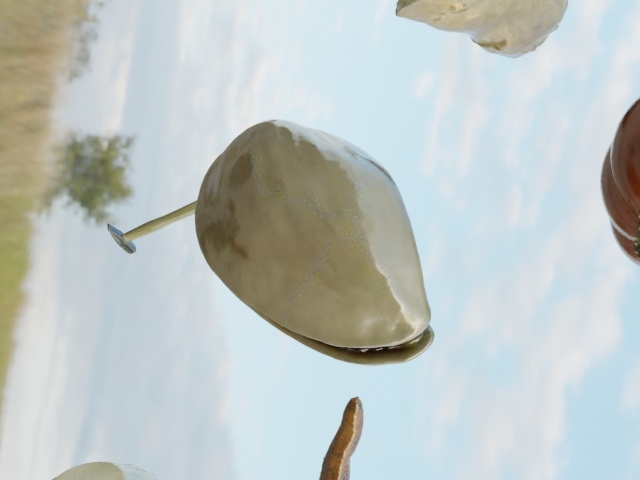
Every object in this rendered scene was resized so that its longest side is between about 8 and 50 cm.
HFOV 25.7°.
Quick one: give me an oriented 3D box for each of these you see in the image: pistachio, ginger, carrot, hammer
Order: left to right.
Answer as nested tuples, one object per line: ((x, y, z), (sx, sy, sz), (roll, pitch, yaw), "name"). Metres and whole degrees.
((-0.177, -0.037, 1.790), (0.062, 0.199, 0.013), (49, 23, -49), "hammer")
((0.000, 0.000, 1.089), (0.153, 0.238, 0.138), (-47, 154, -8), "pistachio")
((0.019, 0.234, 1.469), (0.035, 0.036, 0.165), (-118, -143, -66), "carrot")
((0.156, -0.220, 1.351), (0.115, 0.193, 0.122), (45, -30, 54), "ginger")

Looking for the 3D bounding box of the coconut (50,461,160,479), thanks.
((-0.277, 0.439, 1.894), (0.237, 0.237, 0.266), (-114, 179, -64), "coconut")

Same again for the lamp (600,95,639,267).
((0.330, -0.035, 1.109), (0.196, 0.223, 0.223), (-53, 179, -30), "lamp")
